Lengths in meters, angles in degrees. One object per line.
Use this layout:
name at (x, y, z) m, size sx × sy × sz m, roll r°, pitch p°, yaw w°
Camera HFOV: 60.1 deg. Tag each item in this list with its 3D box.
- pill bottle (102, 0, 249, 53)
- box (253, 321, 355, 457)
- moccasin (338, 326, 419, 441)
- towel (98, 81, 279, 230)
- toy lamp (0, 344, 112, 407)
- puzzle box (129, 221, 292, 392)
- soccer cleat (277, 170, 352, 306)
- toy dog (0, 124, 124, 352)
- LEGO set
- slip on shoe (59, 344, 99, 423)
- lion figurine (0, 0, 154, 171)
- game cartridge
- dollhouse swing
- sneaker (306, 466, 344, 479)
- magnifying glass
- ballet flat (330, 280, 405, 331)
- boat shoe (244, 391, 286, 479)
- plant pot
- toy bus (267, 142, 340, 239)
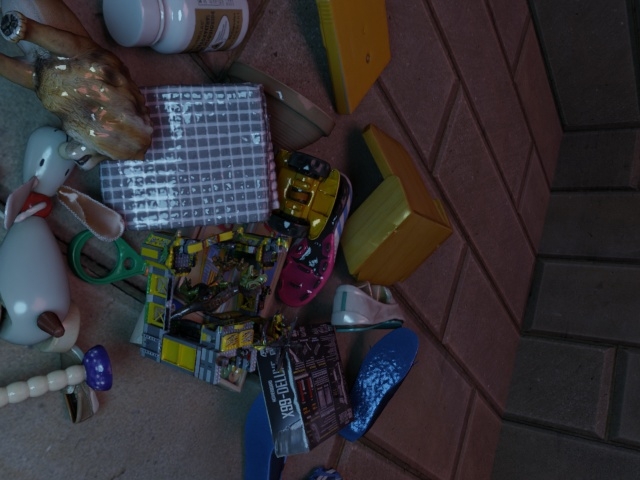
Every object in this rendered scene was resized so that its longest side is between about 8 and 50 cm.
pill bottle at (-0.243, -0.389, 0.949) m, size 0.229 × 0.131 × 0.131 m, roll -27°, pitch 114°, yaw -49°
box at (-0.027, 0.307, 1.207) m, size 0.307 × 0.076 × 0.243 m, roll 15°, pitch 60°, yaw -69°
moccasin at (0.152, 0.387, 1.534) m, size 0.342 × 0.137 × 0.117 m, roll -52°, pitch 161°, yaw -3°
towel at (-0.213, -0.136, 0.898) m, size 0.121 × 0.283 × 0.235 m, roll -140°, pitch -135°, yaw -81°
toy lamp at (-0.431, 0.212, 0.750) m, size 0.274 × 0.080 × 0.080 m, roll -9°, pitch 100°, yaw -38°
puzzle box at (-0.186, 0.061, 1.095) m, size 0.272 × 0.052 × 0.409 m, roll 45°, pitch 53°, yaw -47°
soccer cleat at (0.000, 0.000, 1.303) m, size 0.143 × 0.116 × 0.331 m, roll 4°, pitch 108°, yaw -79°
toy dog at (-0.383, 0.009, 0.762) m, size 0.220 × 0.160 × 0.334 m, roll -17°, pitch 106°, yaw -52°
LEGO set at (-0.133, 0.101, 0.925) m, size 0.331 × 0.192 × 0.255 m, roll 14°, pitch 87°, yaw -59°
slip on shoe at (-0.387, 0.224, 0.867) m, size 0.041 × 0.051 × 0.136 m, roll -37°, pitch 128°, yaw -54°
lion figurine at (-0.370, -0.280, 0.724) m, size 0.392 × 0.142 × 0.240 m, roll 62°, pitch 16°, yaw 10°
game cartridge at (0.091, -0.533, 1.400) m, size 0.285 × 0.052 × 0.324 m, roll -57°, pitch 147°, yaw -34°
dollhouse swing at (0.167, -0.092, 1.559) m, size 0.315 × 0.305 × 0.346 m, roll -47°, pitch 154°, yaw 17°
sneaker at (-0.009, 0.615, 1.408) m, size 0.144 × 0.059 × 0.053 m, roll 7°, pitch 119°, yaw -38°
magnifying glass at (-0.327, 0.041, 0.959) m, size 0.231 × 0.026 × 0.092 m, roll 22°, pitch 74°, yaw -50°
ballet flat at (0.136, 0.173, 1.464) m, size 0.400 × 0.139 × 0.139 m, roll 18°, pitch 77°, yaw -65°
boat shoe at (-0.116, 0.437, 1.225) m, size 0.089 × 0.109 × 0.258 m, roll -9°, pitch 116°, yaw -60°
plant pot at (-0.097, -0.246, 1.103) m, size 0.237 × 0.237 × 0.110 m, roll 28°, pitch 94°, yaw -51°
toy bus at (-0.076, -0.108, 1.078) m, size 0.211 × 0.220 × 0.150 m, roll -64°, pitch 174°, yaw -81°
